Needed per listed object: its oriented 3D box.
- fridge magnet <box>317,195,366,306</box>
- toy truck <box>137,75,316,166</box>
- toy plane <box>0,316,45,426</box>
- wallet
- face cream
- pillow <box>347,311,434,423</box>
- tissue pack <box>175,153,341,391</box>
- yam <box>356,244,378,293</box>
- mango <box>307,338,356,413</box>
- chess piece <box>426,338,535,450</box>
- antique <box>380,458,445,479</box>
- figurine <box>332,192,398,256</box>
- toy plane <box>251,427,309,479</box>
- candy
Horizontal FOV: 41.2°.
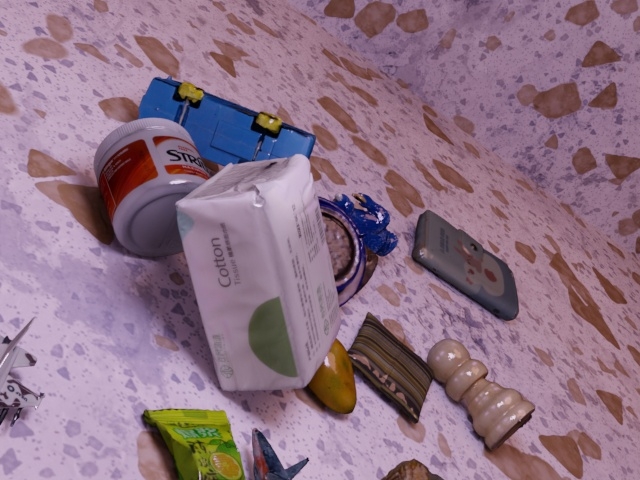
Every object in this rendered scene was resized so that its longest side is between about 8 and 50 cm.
[{"bbox_3d":[-0.018,0.025,1.814,0.266,0.113,0.265,7,73,-23],"label":"fridge magnet"},{"bbox_3d":[-0.207,-0.235,1.886,0.385,0.161,0.162,21,11,4],"label":"toy truck"},{"bbox_3d":[-0.446,0.198,1.115,0.160,0.082,0.234,42,39,-21],"label":"toy plane"},{"bbox_3d":[0.416,0.067,2.461,0.360,0.083,0.252,34,32,-15],"label":"wallet"},{"bbox_3d":[-0.306,-0.097,1.593,0.201,0.201,0.187,14,37,-43],"label":"face cream"},{"bbox_3d":[0.154,0.267,1.826,0.208,0.052,0.212,44,27,-2],"label":"pillow"},{"bbox_3d":[-0.100,0.049,1.489,0.266,0.194,0.356,-51,133,-64],"label":"tissue pack"},{"bbox_3d":[0.001,-0.001,1.955,0.280,0.131,0.131,37,27,-12],"label":"yam"},{"bbox_3d":[0.015,0.251,1.626,0.111,0.089,0.163,16,44,-43],"label":"mango"},{"bbox_3d":[0.345,0.334,1.920,0.261,0.142,0.143,45,25,23],"label":"chess piece"},{"bbox_3d":[0.225,0.515,1.465,0.284,0.125,0.150,33,29,-17],"label":"antique"},{"bbox_3d":[0.087,-0.029,2.055,0.262,0.164,0.120,34,52,-45],"label":"figurine"},{"bbox_3d":[-0.036,0.408,1.280,0.223,0.104,0.326,57,8,-49],"label":"toy plane"},{"bbox_3d":[-0.164,0.341,1.271,0.149,0.069,0.246,13,37,-40],"label":"candy"}]
